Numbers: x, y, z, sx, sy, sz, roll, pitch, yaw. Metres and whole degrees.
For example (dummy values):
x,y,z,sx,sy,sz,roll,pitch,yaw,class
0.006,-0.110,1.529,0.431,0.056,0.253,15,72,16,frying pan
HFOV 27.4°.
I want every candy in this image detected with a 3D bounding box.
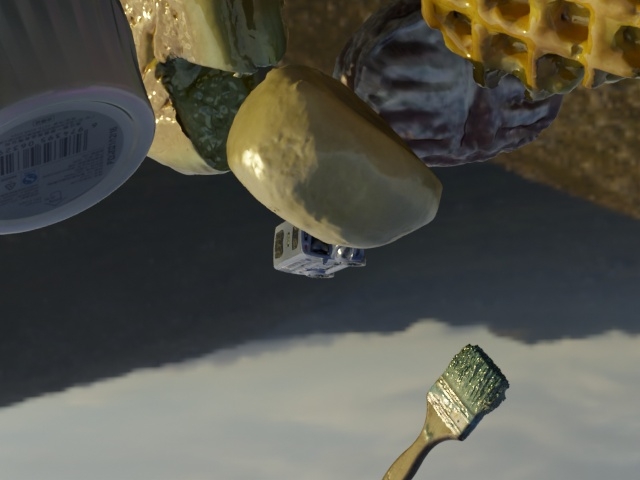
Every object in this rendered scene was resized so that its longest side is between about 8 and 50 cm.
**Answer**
x,y,z,sx,sy,sz,roll,pitch,yaw,class
0.167,-0.201,1.631,0.289,0.214,0.157,-10,-154,-8,candy

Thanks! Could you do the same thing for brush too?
x,y,z,sx,sy,sz,roll,pitch,yaw,class
0.108,0.187,1.260,0.021,0.196,0.070,11,-148,-45,brush

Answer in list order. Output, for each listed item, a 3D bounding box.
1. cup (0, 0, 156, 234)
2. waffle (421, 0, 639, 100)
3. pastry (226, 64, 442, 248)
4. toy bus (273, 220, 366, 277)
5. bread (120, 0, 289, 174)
x,y,z,sx,sy,sz,roll,pitch,yaw,class
-0.312,-0.208,1.165,0.253,0.372,0.253,-23,157,-11,cup
0.115,-0.194,0.743,0.051,0.291,0.291,-43,-159,-29,waffle
0.009,-0.054,0.902,0.156,0.092,0.156,32,-164,-10,pastry
0.000,0.000,1.519,0.076,0.073,0.167,7,168,-18,toy bus
-0.157,-0.249,1.540,0.333,0.333,0.160,-4,-163,47,bread
